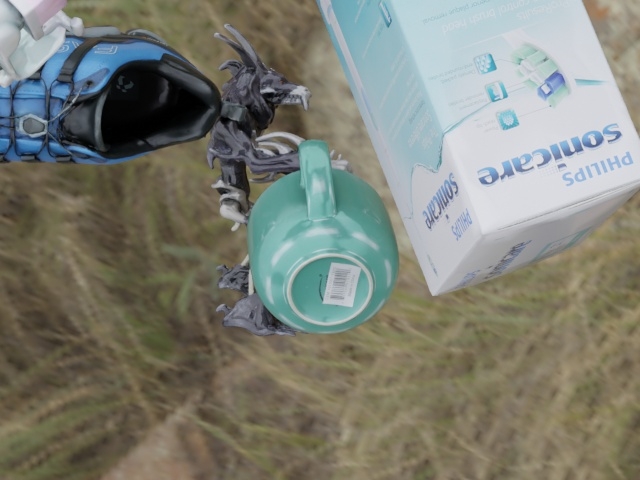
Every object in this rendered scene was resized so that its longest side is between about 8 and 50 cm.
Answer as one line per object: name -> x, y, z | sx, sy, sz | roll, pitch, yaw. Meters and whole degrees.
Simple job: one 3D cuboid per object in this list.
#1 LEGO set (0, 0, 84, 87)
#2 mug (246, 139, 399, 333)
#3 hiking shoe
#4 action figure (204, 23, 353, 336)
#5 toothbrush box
LEGO set -> -0.194, -0.191, 0.827 | 0.107, 0.132, 0.287 | -40, 89, -17
mug -> -0.005, 0.007, 1.689 | 0.129, 0.158, 0.097 | -34, 30, 15
hiking shoe -> -0.214, -0.107, 1.442 | 0.132, 0.304, 0.113 | 23, 119, 51
action figure -> -0.040, -0.060, 1.816 | 0.141, 0.164, 0.275 | -1, 106, 1
toothbrush box -> 0.094, -0.132, 1.341 | 0.126, 0.216, 0.295 | -18, 79, -9
